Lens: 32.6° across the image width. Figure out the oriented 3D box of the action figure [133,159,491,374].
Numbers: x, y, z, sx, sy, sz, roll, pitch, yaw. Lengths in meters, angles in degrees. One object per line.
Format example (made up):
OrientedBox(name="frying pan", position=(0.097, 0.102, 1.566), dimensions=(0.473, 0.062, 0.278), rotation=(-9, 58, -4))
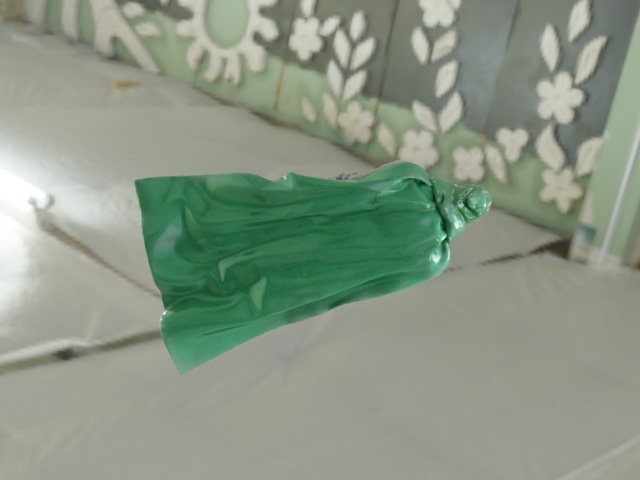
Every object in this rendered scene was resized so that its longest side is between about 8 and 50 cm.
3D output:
OrientedBox(name="action figure", position=(0.000, 0.000, 0.729), dimensions=(0.232, 0.137, 0.063), rotation=(-12, -174, 16))
